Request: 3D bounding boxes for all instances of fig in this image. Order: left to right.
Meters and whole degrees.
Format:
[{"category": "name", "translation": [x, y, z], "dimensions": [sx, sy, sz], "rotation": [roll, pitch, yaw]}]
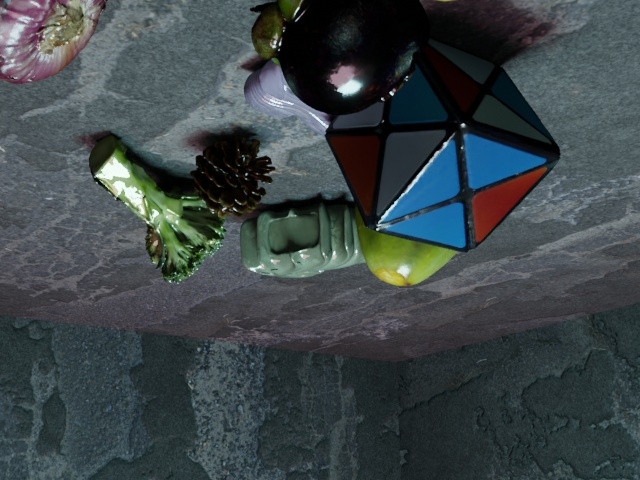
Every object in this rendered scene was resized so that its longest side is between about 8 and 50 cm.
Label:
[{"category": "fig", "translation": [0.192, -0.050, 1.628], "dimensions": [0.258, 0.326, 0.258], "rotation": [12, 141, 10]}]

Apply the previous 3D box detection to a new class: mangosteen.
[{"category": "mangosteen", "translation": [0.026, -0.289, 1.114], "dimensions": [0.243, 0.242, 0.243], "rotation": [0, 161, 0]}]

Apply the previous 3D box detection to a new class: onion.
[{"category": "onion", "translation": [-0.390, -0.324, 1.044], "dimensions": [0.163, 0.230, 0.230], "rotation": [38, 156, 0]}]

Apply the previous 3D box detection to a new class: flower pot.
[{"category": "flower pot", "translation": [0.000, 0.000, 2.003], "dimensions": [0.368, 0.164, 0.254], "rotation": [-10, 165, 25]}]

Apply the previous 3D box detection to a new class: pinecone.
[{"category": "pinecone", "translation": [-0.169, -0.136, 1.617], "dimensions": [0.163, 0.162, 0.165], "rotation": [16, 143, -39]}]

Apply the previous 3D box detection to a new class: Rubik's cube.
[{"category": "Rubik's cube", "translation": [0.193, -0.157, 1.308], "dimensions": [0.248, 0.250, 0.246], "rotation": [10, 133, -37]}]

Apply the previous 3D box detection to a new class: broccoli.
[{"category": "broccoli", "translation": [-0.366, -0.096, 1.747], "dimensions": [0.221, 0.252, 0.361], "rotation": [-13, 123, 23]}]

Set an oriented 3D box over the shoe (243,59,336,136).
[{"category": "shoe", "translation": [0.003, -0.252, 1.371], "dimensions": [0.245, 0.095, 0.138], "rotation": [15, 159, -24]}]
